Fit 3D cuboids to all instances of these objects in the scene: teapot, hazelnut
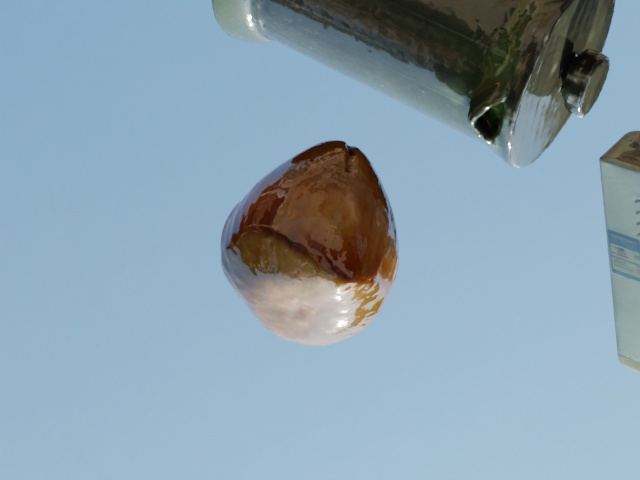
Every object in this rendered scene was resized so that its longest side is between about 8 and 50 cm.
[{"bbox_3d":[0.109,-0.218,1.207,0.337,0.200,0.270,29,-135,21],"label":"teapot"},{"bbox_3d":[0.000,0.000,1.046,0.150,0.150,0.150,5,-109,-16],"label":"hazelnut"}]

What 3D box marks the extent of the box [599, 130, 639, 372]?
[{"bbox_3d":[0.299,0.043,0.817,0.045,0.270,0.211,-40,-47,-30],"label":"box"}]
